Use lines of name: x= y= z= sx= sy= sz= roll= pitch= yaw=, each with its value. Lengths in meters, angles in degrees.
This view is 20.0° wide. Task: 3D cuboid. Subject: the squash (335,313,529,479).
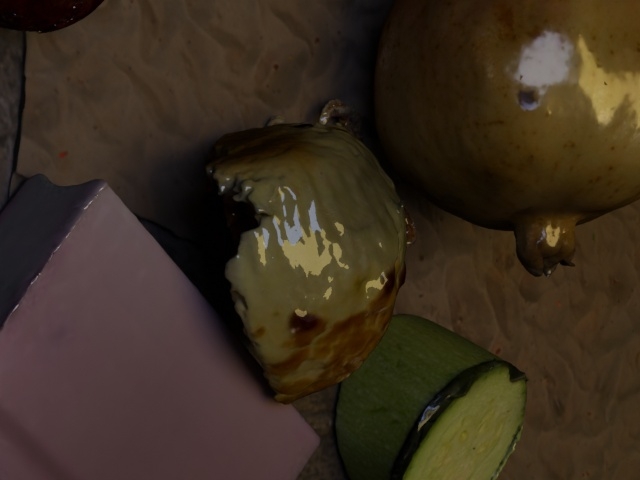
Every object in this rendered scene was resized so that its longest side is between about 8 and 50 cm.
squash: x=0.108 y=0.201 z=1.882 sx=0.220 sy=0.133 sz=0.220 roll=-27 pitch=128 yaw=-42

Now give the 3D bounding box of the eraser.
eraser: x=-0.187 y=0.159 z=1.561 sx=0.359 sy=0.122 sz=0.272 roll=52 pitch=57 yaw=-35

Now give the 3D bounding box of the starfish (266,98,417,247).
starfish: x=0.016 y=-0.056 z=1.802 sx=0.210 sy=0.053 sz=0.150 roll=39 pitch=54 yaw=-34

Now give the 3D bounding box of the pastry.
pastry: x=0.002 y=0.008 z=1.627 sx=0.256 sy=0.170 sz=0.236 roll=-81 pitch=151 yaw=-74

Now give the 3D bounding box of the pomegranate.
pomegranate: x=0.214 y=-0.136 z=1.784 sx=0.342 sy=0.342 sz=0.342 roll=-5 pitch=97 yaw=-44

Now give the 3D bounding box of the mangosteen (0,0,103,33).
mangosteen: x=-0.218 y=-0.247 z=1.452 sx=0.166 sy=0.180 sz=0.166 roll=-5 pitch=98 yaw=-36
